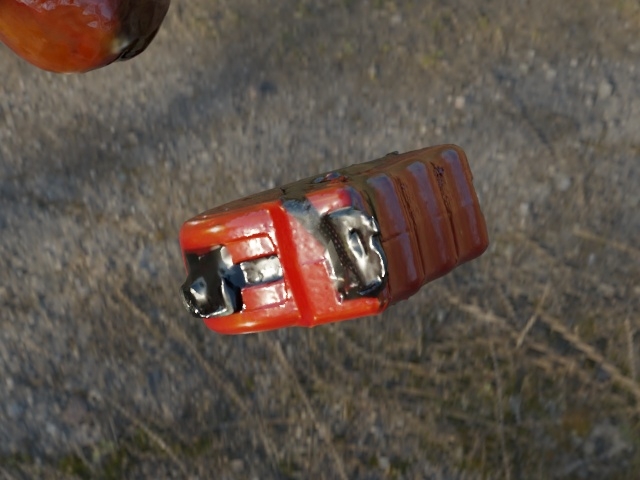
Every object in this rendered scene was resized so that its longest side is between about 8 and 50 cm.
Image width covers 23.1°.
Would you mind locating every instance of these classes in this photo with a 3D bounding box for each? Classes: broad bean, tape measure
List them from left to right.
[{"bbox_3d":[-0.176,-0.213,0.967,0.122,0.156,0.228,-34,107,-48],"label":"broad bean"},{"bbox_3d":[0.000,0.000,1.334,0.260,0.253,0.114,-11,96,34],"label":"tape measure"}]
